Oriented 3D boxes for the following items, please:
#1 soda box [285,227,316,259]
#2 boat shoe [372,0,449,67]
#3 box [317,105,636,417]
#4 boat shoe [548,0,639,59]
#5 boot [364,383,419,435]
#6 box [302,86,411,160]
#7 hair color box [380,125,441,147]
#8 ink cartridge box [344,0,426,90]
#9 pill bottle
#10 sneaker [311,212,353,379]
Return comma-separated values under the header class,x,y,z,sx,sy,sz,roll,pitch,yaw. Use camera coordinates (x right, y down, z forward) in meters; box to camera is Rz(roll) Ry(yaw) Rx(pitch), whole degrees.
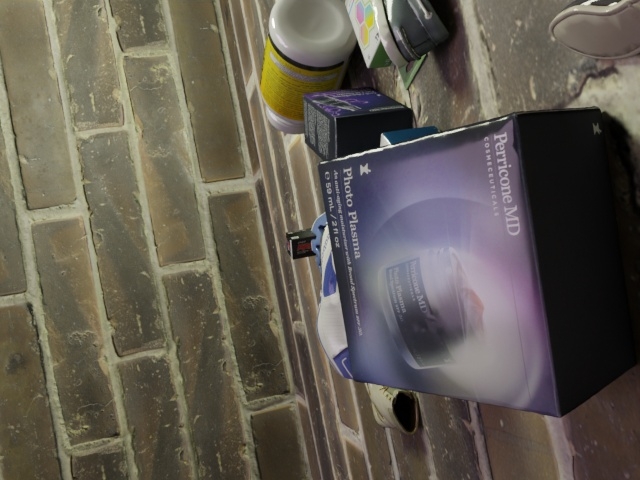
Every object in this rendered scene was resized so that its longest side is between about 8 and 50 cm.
class,x,y,z,sx,sy,sz,roll,pitch,yaw
soda box,0.000,0.000,1.510,0.053,0.169,0.060,-129,32,-61
boat shoe,0.132,-0.433,0.943,0.116,0.099,0.319,16,-118,-57
box,0.171,0.019,0.706,0.294,0.183,0.296,-6,95,50
boat shoe,0.293,-0.222,0.550,0.065,0.075,0.206,-56,12,-2
boot,0.153,0.332,1.362,0.165,0.077,0.213,146,108,-74
box,0.066,-0.220,1.159,0.207,0.153,0.108,-129,33,-58
hair color box,0.167,0.000,1.027,0.174,0.105,0.347,-117,23,-46
ink cartridge box,0.111,-0.379,1.056,0.109,0.062,0.209,120,136,-66
pill bottle,-0.040,-0.387,1.357,0.334,0.188,0.187,117,140,-66
sneaker,0.063,0.091,1.027,0.182,0.128,0.315,162,98,-76
